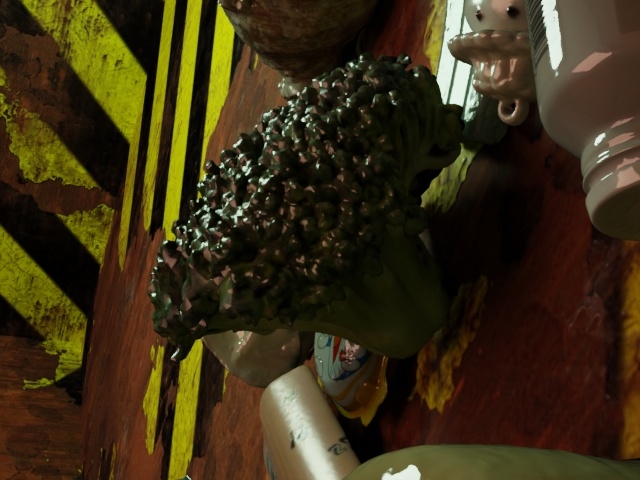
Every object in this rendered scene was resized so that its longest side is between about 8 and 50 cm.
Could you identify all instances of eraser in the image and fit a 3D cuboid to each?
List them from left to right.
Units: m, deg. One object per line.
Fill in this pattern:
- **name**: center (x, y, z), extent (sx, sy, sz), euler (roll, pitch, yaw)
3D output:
- **eraser**: center (0.005, 0.282, 1.028), extent (0.290, 0.087, 0.171), euler (-125, 28, -63)

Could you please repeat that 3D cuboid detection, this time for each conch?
- **conch**: center (-0.041, -0.351, 1.295), extent (0.352, 0.210, 0.297), euler (129, 159, -51)

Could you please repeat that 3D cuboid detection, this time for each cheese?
- **cheese**: center (0.034, 0.087, 1.078), extent (0.270, 0.069, 0.177), euler (-104, 30, -47)

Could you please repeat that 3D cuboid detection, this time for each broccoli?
- **broccoli**: center (-0.014, -0.019, 0.902), extent (0.324, 0.272, 0.334), euler (9, 46, 35)

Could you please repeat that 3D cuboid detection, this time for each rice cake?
- **rice cake**: center (0.154, -0.209, 0.913), extent (0.127, 0.043, 0.237), euler (-167, 85, -70)

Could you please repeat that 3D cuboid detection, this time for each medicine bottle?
- **medicine bottle**: center (0.205, -0.114, 0.608), extent (0.135, 0.135, 0.215), euler (134, 140, -57)

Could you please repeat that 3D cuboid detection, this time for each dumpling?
- **dumpling**: center (-0.077, 0.067, 1.219), extent (0.142, 0.172, 0.247), euler (89, -172, -57)

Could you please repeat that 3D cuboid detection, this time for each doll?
- **doll**: center (0.174, -0.238, 0.768), extent (0.138, 0.119, 0.293), euler (9, 89, 39)

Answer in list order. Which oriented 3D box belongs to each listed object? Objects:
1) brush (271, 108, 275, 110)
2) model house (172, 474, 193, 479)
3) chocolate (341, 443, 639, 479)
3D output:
- **brush**: center (-0.056, -0.155, 1.507), extent (0.205, 0.011, 0.083), euler (-138, 60, -66)
- **model house**: center (-0.208, 0.591, 1.309), extent (0.360, 0.297, 0.339), euler (-116, 3, -58)
- **chocolate**: center (0.093, 0.265, 0.537), extent (0.326, 0.296, 0.314), euler (128, 150, -54)
